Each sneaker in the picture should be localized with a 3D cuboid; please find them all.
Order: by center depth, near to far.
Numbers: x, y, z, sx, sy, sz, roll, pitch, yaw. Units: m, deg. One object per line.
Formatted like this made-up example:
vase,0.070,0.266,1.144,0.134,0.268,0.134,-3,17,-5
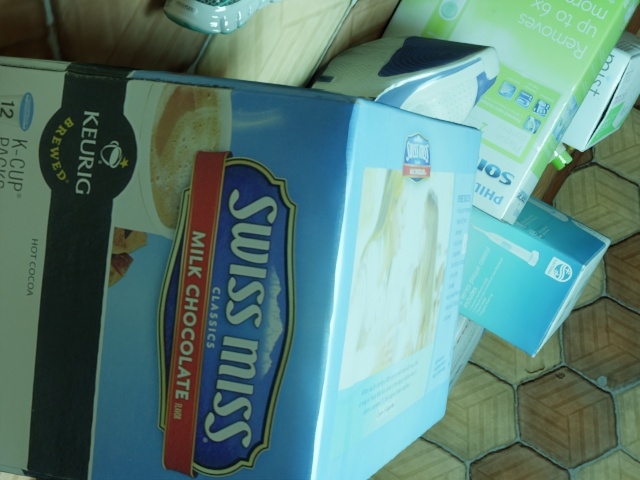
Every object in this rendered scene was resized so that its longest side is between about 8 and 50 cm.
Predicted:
sneaker,-0.041,-0.202,0.849,0.166,0.065,0.076,-48,157,-46
sneaker,0.044,-0.064,1.178,0.315,0.127,0.182,-39,132,-40

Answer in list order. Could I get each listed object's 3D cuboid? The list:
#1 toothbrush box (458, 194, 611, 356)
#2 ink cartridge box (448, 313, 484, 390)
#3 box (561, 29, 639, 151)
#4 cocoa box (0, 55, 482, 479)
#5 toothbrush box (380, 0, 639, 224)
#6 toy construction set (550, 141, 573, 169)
toothbrush box,0.175,-0.008,1.490,0.126,0.295,0.216,-63,166,17
ink cartridge box,0.103,0.102,1.658,0.198,0.197,0.270,-62,166,11
box,0.269,-0.226,1.511,0.127,0.231,0.262,-65,166,19
cocoa box,-0.045,0.017,0.806,0.347,0.228,0.231,-7,105,-72
toothbrush box,0.177,-0.188,1.320,0.283,0.206,0.122,-61,166,6
toy construction set,0.281,-0.125,1.914,0.215,0.151,0.327,-38,164,18
